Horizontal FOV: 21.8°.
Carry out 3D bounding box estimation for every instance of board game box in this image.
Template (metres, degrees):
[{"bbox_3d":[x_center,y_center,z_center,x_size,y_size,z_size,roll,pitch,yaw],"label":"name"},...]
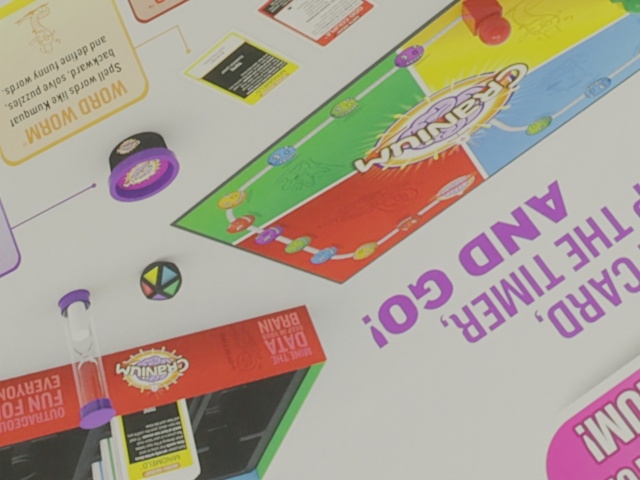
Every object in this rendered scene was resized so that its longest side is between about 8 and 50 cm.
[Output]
[{"bbox_3d":[0.000,0.000,0.420,0.242,0.064,0.316,-26,65,7],"label":"board game box"}]
